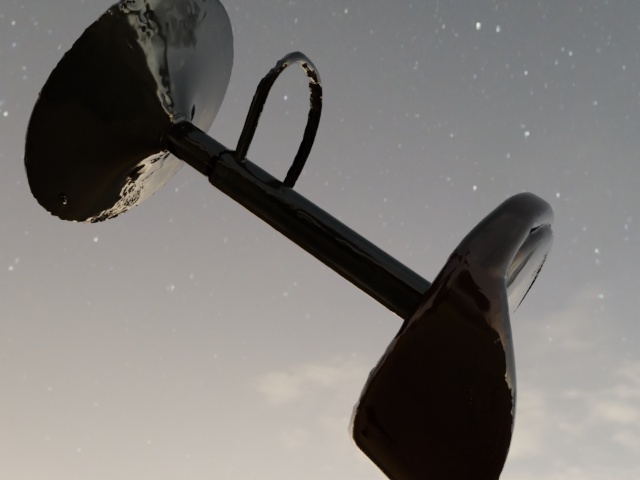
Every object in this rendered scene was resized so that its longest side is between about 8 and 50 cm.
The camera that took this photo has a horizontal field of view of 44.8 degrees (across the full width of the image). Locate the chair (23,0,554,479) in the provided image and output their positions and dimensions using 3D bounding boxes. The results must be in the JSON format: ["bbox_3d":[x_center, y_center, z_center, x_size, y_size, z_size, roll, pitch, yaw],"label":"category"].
[{"bbox_3d":[0.000,0.000,0.575,0.401,0.226,0.226,36,-29,19],"label":"chair"}]
